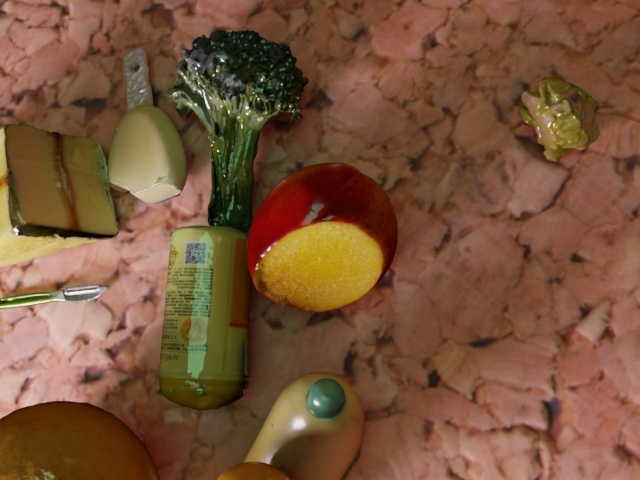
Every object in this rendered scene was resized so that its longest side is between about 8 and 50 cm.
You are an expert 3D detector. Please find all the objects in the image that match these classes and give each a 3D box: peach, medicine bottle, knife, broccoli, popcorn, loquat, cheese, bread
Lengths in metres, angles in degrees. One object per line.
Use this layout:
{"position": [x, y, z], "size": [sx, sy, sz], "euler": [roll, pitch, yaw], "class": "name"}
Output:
{"position": [0.000, 0.000, 0.909], "size": [0.190, 0.190, 0.192], "euler": [24, 64, 13], "class": "peach"}
{"position": [-0.151, 0.104, 0.947], "size": [0.124, 0.124, 0.238], "euler": [0, 80, 9], "class": "medicine bottle"}
{"position": [-0.392, 0.084, 1.040], "size": [0.184, 0.026, 0.022], "euler": [-7, 38, 10], "class": "knife"}
{"position": [-0.146, -0.164, 0.998], "size": [0.199, 0.177, 0.274], "euler": [26, 100, 15], "class": "broccoli"}
{"position": [0.317, -0.163, 0.942], "size": [0.089, 0.109, 0.097], "euler": [-26, 34, 34], "class": "popcorn"}
{"position": [-0.326, 0.329, 0.860], "size": [0.263, 0.263, 0.263], "euler": [-2, 78, 9], "class": "loquat"}
{"position": [-0.268, -0.174, 1.058], "size": [0.127, 0.050, 0.255], "euler": [-19, 69, 19], "class": "cheese"}
{"position": [-0.453, -0.046, 1.069], "size": [0.264, 0.163, 0.167], "euler": [-21, 74, 37], "class": "bread"}

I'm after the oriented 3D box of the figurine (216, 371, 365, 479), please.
{"position": [-0.059, 0.303, 0.836], "size": [0.124, 0.222, 0.324], "euler": [33, 84, 12], "class": "figurine"}
